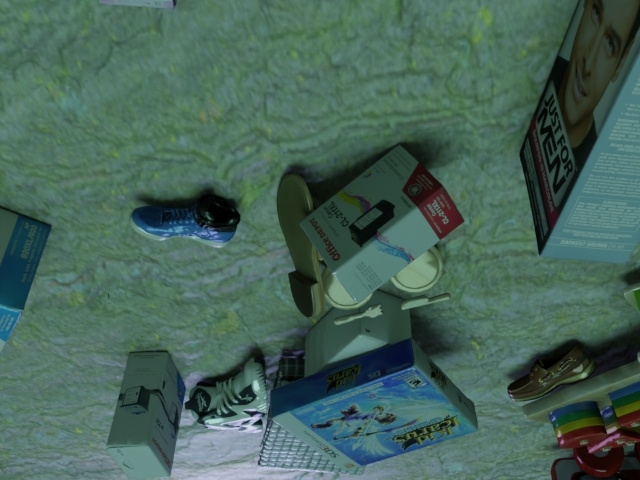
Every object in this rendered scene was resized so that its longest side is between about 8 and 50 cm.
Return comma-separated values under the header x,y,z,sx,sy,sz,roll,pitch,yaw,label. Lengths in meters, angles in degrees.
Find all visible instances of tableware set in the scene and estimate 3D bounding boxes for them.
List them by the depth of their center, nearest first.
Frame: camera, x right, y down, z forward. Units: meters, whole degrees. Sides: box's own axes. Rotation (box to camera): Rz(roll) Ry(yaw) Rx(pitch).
x,y,z,sx,sy,sz,roll,pitch,yaw,label
0.093,0.048,1.164,0.194,0.039,0.128,-14,109,9,tableware set

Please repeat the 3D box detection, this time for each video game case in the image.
x,y,z,sx,sy,sz,roll,pitch,yaw,label
0.093,0.288,1.270,0.269,0.061,0.244,-24,134,22,video game case

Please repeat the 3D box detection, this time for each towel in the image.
x,y,z,sx,sy,sz,roll,pitch,yaw,label
0.012,0.339,1.457,0.235,0.121,0.284,7,137,-8,towel

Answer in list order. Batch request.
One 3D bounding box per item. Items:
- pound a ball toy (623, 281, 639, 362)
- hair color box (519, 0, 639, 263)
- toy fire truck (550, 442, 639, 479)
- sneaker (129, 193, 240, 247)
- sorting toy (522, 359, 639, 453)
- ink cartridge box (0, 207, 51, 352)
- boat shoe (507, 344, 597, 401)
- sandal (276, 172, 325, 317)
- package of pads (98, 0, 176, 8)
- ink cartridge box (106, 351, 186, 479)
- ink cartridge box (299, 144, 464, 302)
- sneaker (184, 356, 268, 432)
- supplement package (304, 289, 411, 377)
x,y,z,sx,sy,sz,roll,pitch,yaw,label
0.619,0.207,1.196,0.135,0.208,0.319,-23,138,33,pound a ball toy
0.332,-0.164,0.813,0.113,0.185,0.374,5,139,-3,hair color box
0.645,0.537,1.558,0.302,0.254,0.169,-5,138,7,toy fire truck
-0.189,-0.036,1.070,0.152,0.058,0.084,13,144,-20,sneaker
0.553,0.319,1.387,0.255,0.089,0.257,-33,144,33,sorting toy
-0.546,0.043,1.089,0.232,0.168,0.171,23,134,-23,ink cartridge box
0.415,0.241,1.381,0.178,0.064,0.060,-34,96,36,boat shoe
-0.004,-0.003,1.102,0.079,0.088,0.240,-24,126,-29,sandal
-0.194,-0.273,0.805,0.083,0.050,0.032,4,139,-2,package of pads
-0.316,0.322,1.387,0.082,0.191,0.140,-4,139,7,ink cartridge box
0.076,-0.023,0.979,0.175,0.127,0.072,-38,130,2,ink cartridge box
-0.181,0.298,1.428,0.153,0.094,0.235,-1,150,-10,sneaker
0.061,0.173,1.270,0.105,0.105,0.179,22,136,-22,supplement package
